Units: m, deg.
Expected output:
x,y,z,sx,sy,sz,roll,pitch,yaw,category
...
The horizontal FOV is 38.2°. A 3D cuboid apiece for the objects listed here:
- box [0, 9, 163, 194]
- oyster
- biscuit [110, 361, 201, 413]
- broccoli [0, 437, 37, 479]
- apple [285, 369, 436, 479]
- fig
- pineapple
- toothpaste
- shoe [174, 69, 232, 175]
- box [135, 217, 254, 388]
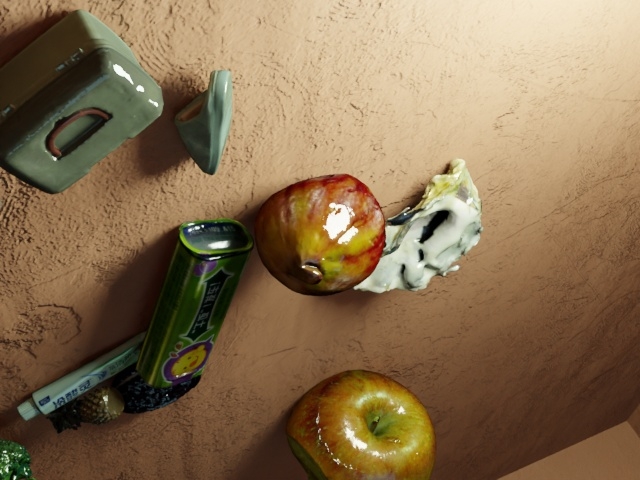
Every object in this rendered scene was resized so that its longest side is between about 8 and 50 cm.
x,y,z,sx,sy,sz,roll,pitch,yaw,category
-0.317,-0.172,1.155,0.210,0.129,0.148,-35,148,9,box
0.180,-0.014,1.811,0.238,0.114,0.351,17,120,-40,oyster
-0.328,0.283,1.838,0.195,0.053,0.194,-22,155,-11,biscuit
-0.628,0.508,1.716,0.297,0.297,0.297,-50,179,-1,broccoli
0.086,0.510,2.280,0.384,0.374,0.374,16,132,-12,apple
0.000,-0.007,1.569,0.224,0.224,0.263,-35,166,8,fig
-0.452,0.326,1.762,0.159,0.074,0.074,-19,153,23,pineapple
-0.426,0.248,1.733,0.297,0.048,0.074,-30,149,-9,toothpaste
-0.171,-0.176,1.343,0.078,0.079,0.195,15,146,-4,shoe
-0.229,0.113,1.642,0.134,0.097,0.345,-15,142,-39,box
